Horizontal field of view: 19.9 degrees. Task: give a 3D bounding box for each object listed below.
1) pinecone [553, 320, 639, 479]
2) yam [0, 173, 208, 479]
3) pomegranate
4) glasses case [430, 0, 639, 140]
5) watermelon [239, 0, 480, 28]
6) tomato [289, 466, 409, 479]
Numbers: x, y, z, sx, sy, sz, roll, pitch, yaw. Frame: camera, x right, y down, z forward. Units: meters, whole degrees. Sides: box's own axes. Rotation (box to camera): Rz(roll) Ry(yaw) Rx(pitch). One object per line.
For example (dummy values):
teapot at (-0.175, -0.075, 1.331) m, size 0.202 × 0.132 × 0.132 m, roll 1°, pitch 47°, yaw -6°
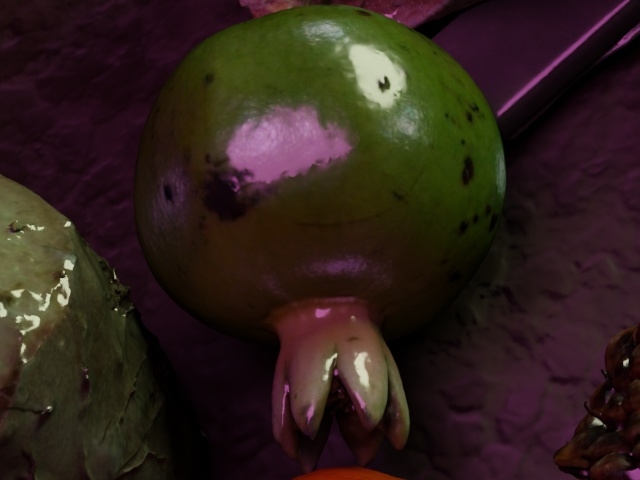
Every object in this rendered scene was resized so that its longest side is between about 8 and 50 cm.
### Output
pinecone at (0.221, 0.082, 0.753) m, size 0.221 × 0.221 × 0.221 m, roll -8°, pitch 66°, yaw 19°
yam at (-0.168, 0.083, 0.871) m, size 0.202 × 0.271 × 0.201 m, roll 19°, pitch 75°, yaw 21°
pomegranate at (0.001, -0.001, 0.885) m, size 0.187 × 0.187 × 0.225 m, roll -12°, pitch 64°, yaw 17°
glasses case at (0.148, -0.137, 0.957) m, size 0.190 × 0.042 × 0.072 m, roll -41°, pitch 51°, yaw 2°
watermelon at (0.056, -0.194, 0.965) m, size 0.318 × 0.148 × 0.226 m, roll 15°, pitch 86°, yaw 25°
tomato at (-0.006, 0.222, 0.798) m, size 0.260 × 0.180 × 0.260 m, roll -10°, pitch 64°, yaw 20°
